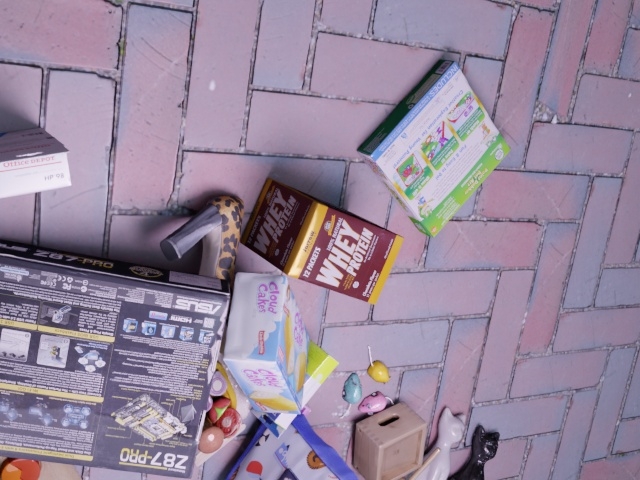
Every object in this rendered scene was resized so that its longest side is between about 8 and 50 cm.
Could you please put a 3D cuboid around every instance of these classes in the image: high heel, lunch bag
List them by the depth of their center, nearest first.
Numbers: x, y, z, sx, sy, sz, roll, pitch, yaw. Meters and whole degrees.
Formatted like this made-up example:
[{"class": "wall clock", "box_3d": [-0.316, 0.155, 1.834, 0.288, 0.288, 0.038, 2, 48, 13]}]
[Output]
[{"class": "high heel", "box_3d": [-0.150, 0.061, 1.394, 0.186, 0.093, 0.261, -43, 120, -42]}, {"class": "lunch bag", "box_3d": [-0.026, 0.552, 1.510, 0.238, 0.328, 0.386, -4, 116, -32]}]

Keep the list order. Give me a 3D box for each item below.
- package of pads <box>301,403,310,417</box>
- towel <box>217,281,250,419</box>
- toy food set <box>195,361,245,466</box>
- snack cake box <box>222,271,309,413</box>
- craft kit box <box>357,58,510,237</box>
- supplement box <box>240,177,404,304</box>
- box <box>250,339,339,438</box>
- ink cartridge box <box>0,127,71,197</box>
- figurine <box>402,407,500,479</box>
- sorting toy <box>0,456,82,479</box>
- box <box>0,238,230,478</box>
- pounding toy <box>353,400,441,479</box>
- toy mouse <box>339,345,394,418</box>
[{"class": "package of pads", "box_3d": [-0.064, 0.330, 1.599, 0.083, 0.032, 0.050, 32, 93, -34]}, {"class": "towel", "box_3d": [-0.204, 0.211, 1.463, 0.187, 0.049, 0.283, -6, 110, -29]}, {"class": "toy food set", "box_3d": [-0.195, 0.307, 1.433, 0.128, 0.071, 0.218, -31, 122, -18]}, {"class": "snack cake box", "box_3d": [-0.085, 0.180, 1.385, 0.264, 0.089, 0.152, 75, 20, -60]}, {"class": "craft kit box", "box_3d": [0.227, -0.176, 1.589, 0.250, 0.061, 0.247, -47, 122, -9]}, {"class": "supplement box", "box_3d": [0.000, 0.000, 1.426, 0.194, 0.191, 0.129, 21, 95, -34]}, {"class": "box", "box_3d": [-0.059, 0.268, 1.534, 0.178, 0.109, 0.042, -50, 130, -7]}, {"class": "ink cartridge box", "box_3d": [-0.415, -0.107, 1.141, 0.104, 0.180, 0.060, -13, 113, -27]}, {"class": "figurine", "box_3d": [0.307, 0.501, 1.864, 0.214, 0.092, 0.210, 33, 80, -34]}, {"class": "sorting toy", "box_3d": [-0.503, 0.472, 1.375, 0.229, 0.041, 0.307, -29, 119, -20]}, {"class": "box", "box_3d": [-0.359, 0.184, 1.252, 0.394, 0.097, 0.319, 10, 100, -12]}, {"class": "pounding toy", "box_3d": [0.163, 0.454, 1.752, 0.181, 0.094, 0.206, -18, 126, -30]}, {"class": "toy mouse", "box_3d": [0.096, 0.322, 1.695, 0.143, 0.031, 0.161, -44, 124, -11]}]
